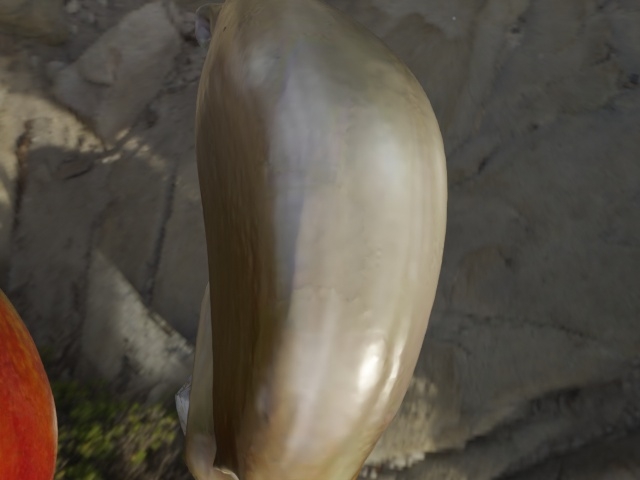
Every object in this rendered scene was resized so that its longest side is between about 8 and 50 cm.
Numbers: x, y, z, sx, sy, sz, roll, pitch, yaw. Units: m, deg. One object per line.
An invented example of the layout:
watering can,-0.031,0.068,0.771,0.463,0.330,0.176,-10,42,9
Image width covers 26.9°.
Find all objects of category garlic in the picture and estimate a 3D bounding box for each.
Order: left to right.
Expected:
garlic,0.000,0.000,0.575,0.110,0.217,0.228,-1,83,-11

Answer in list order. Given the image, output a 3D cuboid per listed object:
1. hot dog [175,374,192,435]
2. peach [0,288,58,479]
hot dog,-0.120,0.211,1.573,0.059,0.191,0.108,-15,98,-24
peach,-0.402,0.162,1.123,0.369,0.370,0.370,1,99,6
